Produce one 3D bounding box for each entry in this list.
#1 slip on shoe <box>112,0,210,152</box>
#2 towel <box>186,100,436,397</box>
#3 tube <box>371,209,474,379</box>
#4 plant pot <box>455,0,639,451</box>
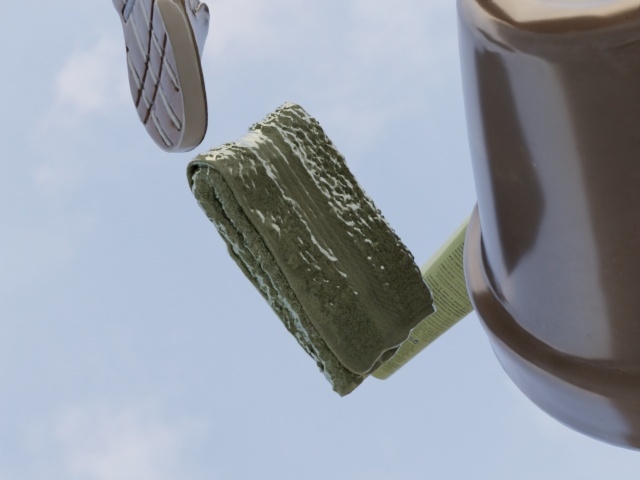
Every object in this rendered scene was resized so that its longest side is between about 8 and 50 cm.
[{"bbox_3d":[-0.070,-0.101,0.502,0.041,0.051,0.135,-2,-125,-34],"label":"slip on shoe"},{"bbox_3d":[0.000,0.000,0.573,0.148,0.027,0.110,55,-140,-5],"label":"towel"},{"bbox_3d":[0.129,0.048,1.069,0.070,0.062,0.240,19,-55,-43],"label":"tube"},{"bbox_3d":[0.177,-0.061,0.539,0.263,0.263,0.229,-43,-49,-14],"label":"plant pot"}]
